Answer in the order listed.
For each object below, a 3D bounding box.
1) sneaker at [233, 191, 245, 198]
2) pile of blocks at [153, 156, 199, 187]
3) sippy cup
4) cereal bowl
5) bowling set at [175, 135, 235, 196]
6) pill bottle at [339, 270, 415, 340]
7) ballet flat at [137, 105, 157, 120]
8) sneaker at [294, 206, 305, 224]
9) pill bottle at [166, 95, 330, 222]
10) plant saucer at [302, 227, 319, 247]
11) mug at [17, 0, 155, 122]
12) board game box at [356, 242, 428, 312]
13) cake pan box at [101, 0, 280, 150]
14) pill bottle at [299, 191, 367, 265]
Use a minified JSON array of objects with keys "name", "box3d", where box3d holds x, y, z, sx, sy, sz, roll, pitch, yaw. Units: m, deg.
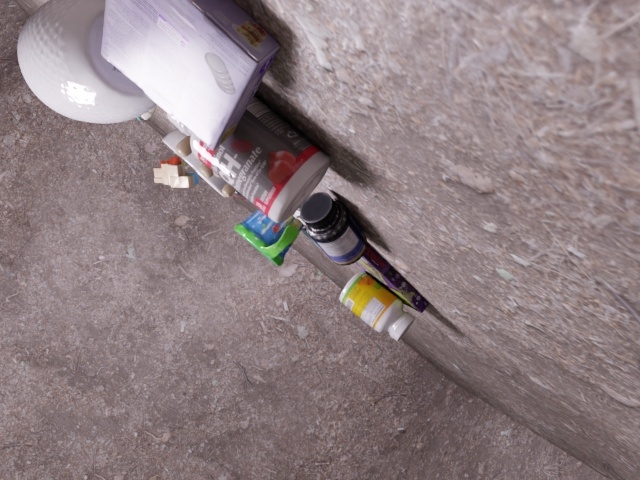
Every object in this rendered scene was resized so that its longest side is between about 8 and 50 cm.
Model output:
[{"name":"sneaker","box3d":[-0.425,-0.285,2.109,0.276,0.098,0.135,47,172,-35]},{"name":"pile of blocks","box3d":[-0.571,-0.286,1.809,0.362,0.148,0.113,19,115,55]},{"name":"sippy cup","box3d":[-0.183,-0.054,1.778,0.305,0.224,0.240,37,173,27]},{"name":"cereal bowl","box3d":[-0.470,-0.339,1.820,0.339,0.141,0.339,40,175,4]},{"name":"bowling set","box3d":[-0.356,-0.308,1.592,0.287,0.154,0.200,43,154,-16]},{"name":"pill bottle","box3d":[0.198,0.229,1.539,0.245,0.136,0.136,38,172,20]},{"name":"ballet flat","box3d":[-0.750,-0.623,1.616,0.400,0.139,0.139,48,170,-22]},{"name":"sneaker","box3d":[-0.063,-0.108,1.416,0.106,0.078,0.234,41,175,-25]},{"name":"pill bottle","box3d":[-0.151,-0.198,0.920,0.318,0.176,0.176,39,173,3]},{"name":"plant saucer","box3d":[0.000,0.000,1.913,0.195,0.037,0.195,39,172,7]},{"name":"mug","box3d":[-0.438,-0.390,1.007,0.374,0.276,0.328,13,-177,-44]},{"name":"board game box","box3d":[0.195,0.101,1.504,0.347,0.056,0.208,43,168,-22]},{"name":"cake pan box","box3d":[-0.221,-0.302,0.700,0.267,0.070,0.245,40,144,-7]},{"name":"pill bottle","box3d":[0.035,-0.031,1.203,0.122,0.123,0.219,34,170,40]}]
